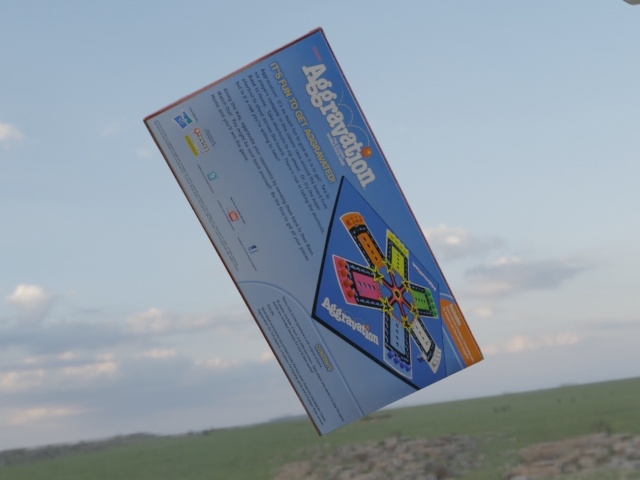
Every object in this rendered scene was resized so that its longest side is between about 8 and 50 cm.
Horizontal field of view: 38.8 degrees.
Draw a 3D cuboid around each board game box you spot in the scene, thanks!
[{"bbox_3d":[0.000,0.000,0.682,0.145,0.281,0.027,-26,14,6],"label":"board game box"}]

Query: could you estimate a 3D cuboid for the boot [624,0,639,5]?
[{"bbox_3d":[0.304,-0.321,0.884,0.086,0.190,0.069,-9,37,49],"label":"boot"}]
